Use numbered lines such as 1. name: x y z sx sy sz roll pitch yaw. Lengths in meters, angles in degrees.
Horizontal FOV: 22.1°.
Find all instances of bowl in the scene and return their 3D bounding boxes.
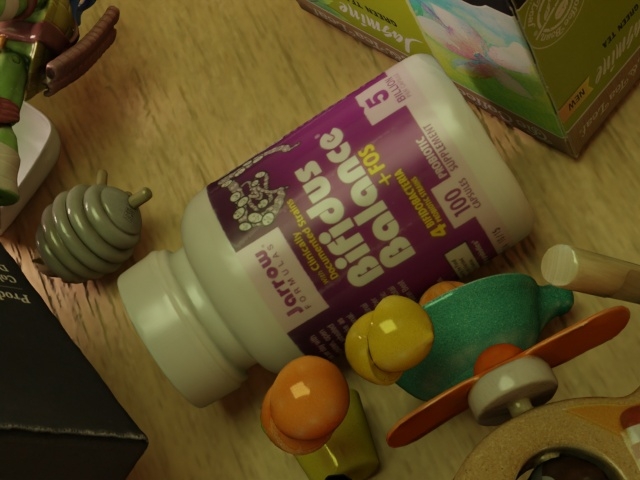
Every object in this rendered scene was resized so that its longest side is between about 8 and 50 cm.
1. bowl: -0.312 -0.067 1.513 0.142 0.053 0.142 28 77 33

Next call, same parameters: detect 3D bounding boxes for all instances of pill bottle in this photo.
1. pill bottle: 0.000 0.000 1.272 0.301 0.169 0.169 -33 56 4

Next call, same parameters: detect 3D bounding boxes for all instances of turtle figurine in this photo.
1. turtle figurine: -0.321 -0.158 1.404 0.198 0.275 0.266 -9 68 36

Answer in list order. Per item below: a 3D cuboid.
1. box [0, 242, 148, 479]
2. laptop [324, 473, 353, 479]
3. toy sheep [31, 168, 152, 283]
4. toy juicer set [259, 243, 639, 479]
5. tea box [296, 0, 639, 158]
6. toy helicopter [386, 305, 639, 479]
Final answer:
1. box: -0.455 0.162 1.213 0.472 0.297 0.480 48 113 36
2. laptop: 0.074 0.325 1.084 0.264 0.136 0.234 25 76 32
3. toy sheep: -0.198 -0.011 1.415 0.132 0.091 0.091 -38 53 23
4. toy juicer set: 0.094 0.058 1.176 0.329 0.209 0.089 -29 64 7
5. tea box: 0.106 -0.288 1.286 0.329 0.323 0.220 33 79 34
6. toy helicopter: 0.208 0.125 1.109 0.235 0.140 0.355 38 58 19
